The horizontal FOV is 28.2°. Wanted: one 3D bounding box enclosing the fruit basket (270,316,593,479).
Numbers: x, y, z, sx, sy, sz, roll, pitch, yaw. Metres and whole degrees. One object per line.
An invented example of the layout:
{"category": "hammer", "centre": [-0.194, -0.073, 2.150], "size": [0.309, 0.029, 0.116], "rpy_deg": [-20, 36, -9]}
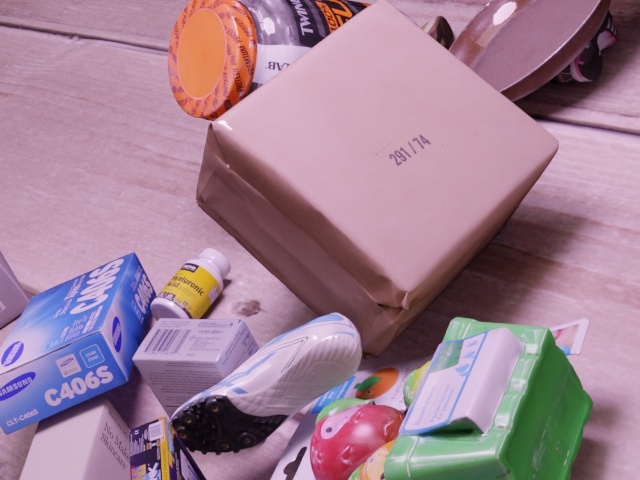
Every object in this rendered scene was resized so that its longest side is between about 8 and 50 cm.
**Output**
{"category": "fruit basket", "centre": [0.078, 0.207, 1.287], "size": [0.353, 0.165, 0.327], "rpy_deg": [-10, 31, 34]}

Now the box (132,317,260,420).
{"category": "box", "centre": [-0.129, 0.163, 1.505], "size": [0.126, 0.137, 0.072], "rpy_deg": [-1, 41, 32]}

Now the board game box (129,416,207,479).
{"category": "board game box", "centre": [-0.151, 0.294, 1.346], "size": [0.048, 0.141, 0.170], "rpy_deg": [-21, 35, 5]}

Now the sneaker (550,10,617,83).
{"category": "sneaker", "centre": [0.367, -0.287, 1.829], "size": [0.077, 0.072, 0.178], "rpy_deg": [-12, 31, 37]}

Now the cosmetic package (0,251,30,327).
{"category": "cosmetic package", "centre": [-0.544, 0.052, 1.950], "size": [0.127, 0.107, 0.238], "rpy_deg": [-37, 39, -10]}

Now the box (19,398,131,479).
{"category": "box", "centre": [-0.283, 0.318, 1.430], "size": [0.094, 0.113, 0.275], "rpy_deg": [-15, 38, 18]}

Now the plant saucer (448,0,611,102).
{"category": "plant saucer", "centre": [0.300, -0.295, 1.828], "size": [0.310, 0.050, 0.311], "rpy_deg": [-37, 24, 20]}

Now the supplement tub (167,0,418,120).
{"category": "supplement tub", "centre": [-0.028, -0.239, 1.766], "size": [0.338, 0.207, 0.207], "rpy_deg": [0, 14, -41]}

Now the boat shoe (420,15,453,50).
{"category": "boat shoe", "centre": [0.150, -0.276, 1.967], "size": [0.072, 0.068, 0.190], "rpy_deg": [-19, 24, 33]}

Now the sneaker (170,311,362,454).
{"category": "sneaker", "centre": [-0.059, 0.160, 1.411], "size": [0.237, 0.085, 0.086], "rpy_deg": [-30, 20, 6]}

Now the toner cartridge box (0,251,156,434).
{"category": "toner cartridge box", "centre": [-0.313, 0.121, 1.634], "size": [0.165, 0.075, 0.348], "rpy_deg": [-25, 14, 4]}

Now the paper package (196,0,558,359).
{"category": "paper package", "centre": [0.064, -0.080, 1.509], "size": [0.309, 0.168, 0.325], "rpy_deg": [42, 56, 10]}

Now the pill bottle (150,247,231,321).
{"category": "pill bottle", "centre": [-0.172, 0.066, 1.722], "size": [0.065, 0.065, 0.116], "rpy_deg": [6, 46, 38]}
